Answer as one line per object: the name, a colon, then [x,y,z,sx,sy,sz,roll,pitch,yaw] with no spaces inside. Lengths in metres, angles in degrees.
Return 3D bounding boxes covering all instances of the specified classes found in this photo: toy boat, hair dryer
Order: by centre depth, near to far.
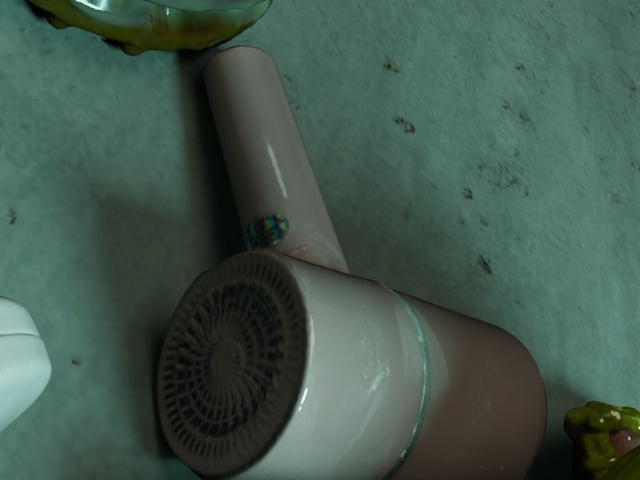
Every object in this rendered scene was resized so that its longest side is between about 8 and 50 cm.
hair dryer: [0.000,0.000,0.686,0.210,0.125,0.352,19,41,-40]
toy boat: [0.285,0.210,0.840,0.318,0.099,0.141,30,38,-26]

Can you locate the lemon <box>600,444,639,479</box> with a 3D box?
lemon: [0.259,0.255,0.532,0.350,0.350,0.387,43,80,-14]

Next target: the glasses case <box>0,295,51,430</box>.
glasses case: [-0.227,0.071,0.361,0.297,0.113,0.075,-9,70,-52]

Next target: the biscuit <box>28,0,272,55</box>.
biscuit: [-0.136,-0.256,0.735,0.366,0.115,0.268,-24,79,-53]
